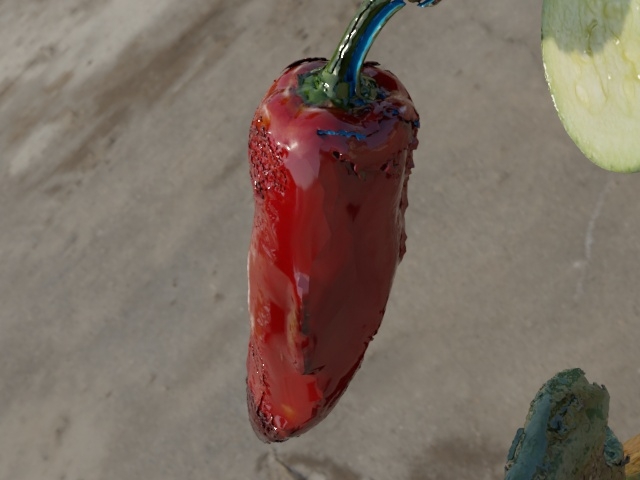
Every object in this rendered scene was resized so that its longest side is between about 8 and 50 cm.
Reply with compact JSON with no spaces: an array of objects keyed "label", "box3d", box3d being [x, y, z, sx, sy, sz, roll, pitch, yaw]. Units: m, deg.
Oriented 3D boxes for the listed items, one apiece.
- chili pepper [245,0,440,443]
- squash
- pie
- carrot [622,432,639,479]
[{"label":"chili pepper","box3d":[0.000,0.000,0.720,0.110,0.388,0.110,6,36,-4]},{"label":"squash","box3d":[0.313,-0.195,1.167,0.049,0.252,0.252,-14,23,-23]},{"label":"pie","box3d":[0.196,0.268,0.969,0.067,0.302,0.302,14,61,32]},{"label":"carrot","box3d":[0.382,0.391,1.444,0.241,0.241,0.341,-15,63,38]}]
